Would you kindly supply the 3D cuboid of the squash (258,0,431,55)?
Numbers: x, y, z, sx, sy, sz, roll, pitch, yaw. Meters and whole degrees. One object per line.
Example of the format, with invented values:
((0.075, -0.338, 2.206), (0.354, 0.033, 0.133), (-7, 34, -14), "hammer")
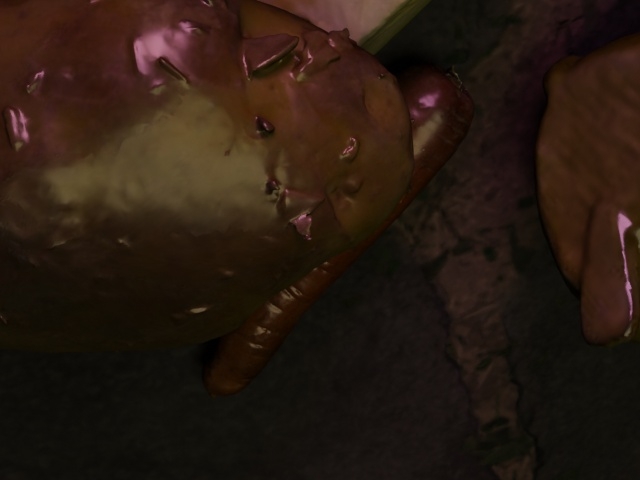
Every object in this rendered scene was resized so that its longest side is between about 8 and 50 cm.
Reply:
((0.031, -0.110, 0.773), (0.093, 0.169, 0.252), (-39, 145, -54), "squash")

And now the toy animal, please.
((0.292, -0.009, 0.889), (0.363, 0.180, 0.181), (15, 114, -28), "toy animal")

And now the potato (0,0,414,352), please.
((-0.104, -0.031, 0.723), (0.296, 0.141, 0.191), (-10, 127, 8), "potato")

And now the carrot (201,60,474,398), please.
((0.000, 0.000, 0.869), (0.059, 0.059, 0.248), (26, 112, -31), "carrot")
